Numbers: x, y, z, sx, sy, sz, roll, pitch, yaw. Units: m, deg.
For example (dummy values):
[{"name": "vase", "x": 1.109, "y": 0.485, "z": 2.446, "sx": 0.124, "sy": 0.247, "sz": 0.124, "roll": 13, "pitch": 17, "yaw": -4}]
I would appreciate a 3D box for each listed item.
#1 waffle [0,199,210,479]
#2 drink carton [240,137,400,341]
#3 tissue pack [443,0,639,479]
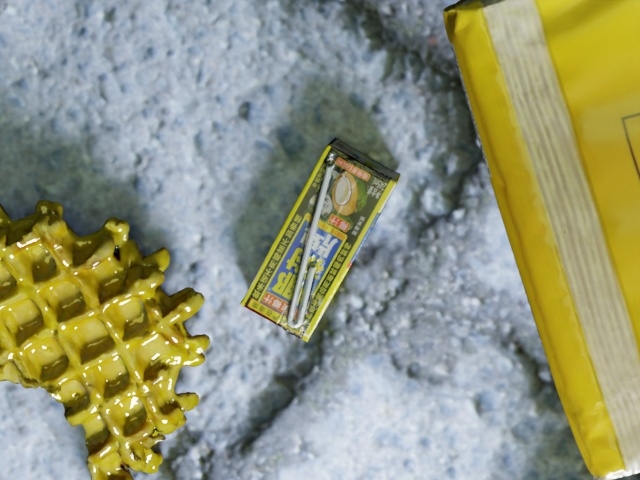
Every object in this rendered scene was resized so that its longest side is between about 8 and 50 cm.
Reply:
[{"name": "waffle", "x": -0.242, "y": 0.092, "z": 1.599, "sx": 0.293, "sy": 0.069, "sz": 0.260, "roll": 20, "pitch": 107, "yaw": -9}, {"name": "drink carton", "x": 0.000, "y": 0.000, "z": 1.584, "sx": 0.071, "sy": 0.056, "sz": 0.166, "roll": 29, "pitch": 102, "yaw": 4}, {"name": "tissue pack", "x": 0.262, "y": -0.048, "z": 1.413, "sx": 0.228, "sy": 0.293, "sz": 0.382, "roll": -15, "pitch": 100, "yaw": 15}]
